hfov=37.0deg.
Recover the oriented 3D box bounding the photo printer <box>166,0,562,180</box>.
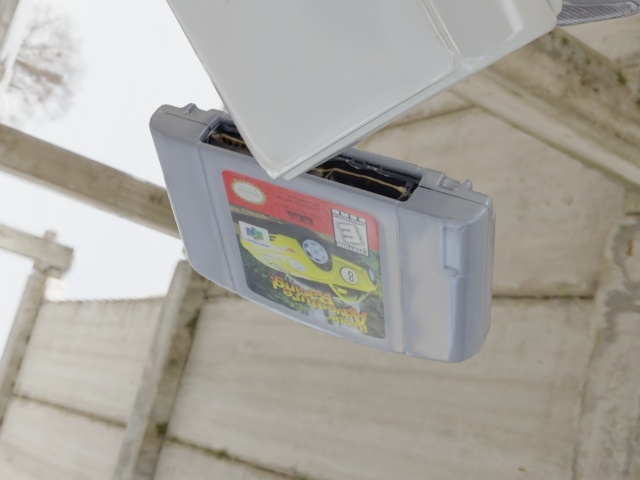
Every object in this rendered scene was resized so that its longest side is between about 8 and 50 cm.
[{"bbox_3d":[-0.024,-0.207,0.564,0.107,0.307,0.256,-31,-176,-28],"label":"photo printer"}]

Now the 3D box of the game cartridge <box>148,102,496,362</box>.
[{"bbox_3d":[0.000,0.000,0.799,0.294,0.196,0.060,18,-124,23],"label":"game cartridge"}]

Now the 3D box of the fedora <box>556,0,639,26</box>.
[{"bbox_3d":[0.223,-0.275,0.887,0.244,0.275,0.124,152,-54,-83],"label":"fedora"}]
